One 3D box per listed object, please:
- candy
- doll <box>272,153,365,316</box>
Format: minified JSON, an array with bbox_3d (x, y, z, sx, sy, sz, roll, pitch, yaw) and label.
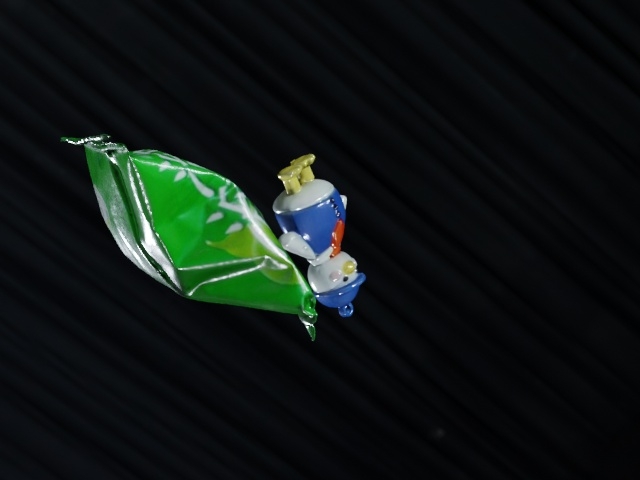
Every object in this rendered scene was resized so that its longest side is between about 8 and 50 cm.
[{"bbox_3d":[-0.092,-0.005,1.191,0.078,0.203,0.141,-57,-160,-21],"label":"candy"},{"bbox_3d":[0.000,0.000,1.474,0.057,0.143,0.099,-8,-162,36],"label":"doll"}]
